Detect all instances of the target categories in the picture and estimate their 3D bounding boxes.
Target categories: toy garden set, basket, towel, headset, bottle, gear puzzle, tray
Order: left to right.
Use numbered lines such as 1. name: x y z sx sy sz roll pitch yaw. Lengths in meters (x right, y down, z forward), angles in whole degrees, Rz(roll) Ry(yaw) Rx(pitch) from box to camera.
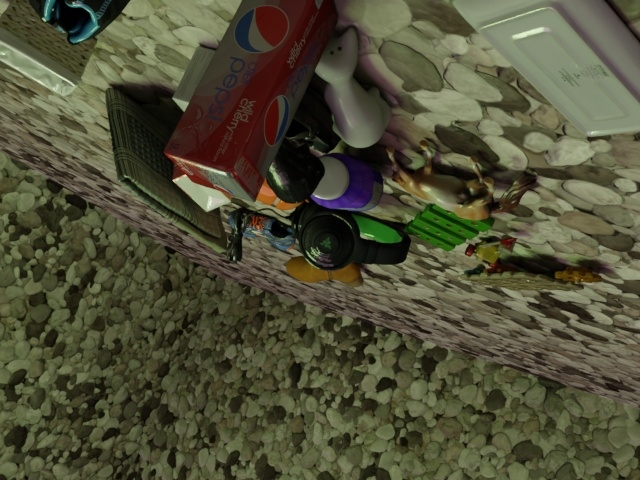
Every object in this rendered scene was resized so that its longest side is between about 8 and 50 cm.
1. basket: -0.507 -0.355 1.177 0.167 0.103 0.113 30 166 -31
2. towel: -0.325 -0.154 1.409 0.324 0.056 0.312 41 -161 -46
3. headset: 0.000 0.000 1.434 0.395 0.185 0.243 11 -164 -14
4. bottle: 0.038 -0.099 1.127 0.118 0.092 0.283 8 -177 11
5. toy garden set: 0.296 -0.022 1.287 0.204 0.049 0.244 25 167 -3
6. gear puzzle: 0.450 0.071 1.380 0.176 0.044 0.339 12 171 -19
7. tray: 0.272 -0.183 0.695 0.270 0.030 0.145 30 164 -31

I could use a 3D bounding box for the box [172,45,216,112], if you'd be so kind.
1. box: -0.167 -0.241 1.058 0.087 0.101 0.102 18 168 19

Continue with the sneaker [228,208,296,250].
1. sneaker: -0.171 -0.046 1.966 0.221 0.083 0.087 19 155 -8

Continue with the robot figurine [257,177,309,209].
1. robot figurine: -0.108 -0.140 1.315 0.220 0.158 0.128 25 -160 -10

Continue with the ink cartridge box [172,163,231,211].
1. ink cartridge box: -0.242 -0.175 1.365 0.067 0.198 0.115 -22 138 21

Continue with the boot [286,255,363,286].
1. boot: -0.009 0.065 2.091 0.295 0.104 0.211 11 158 25

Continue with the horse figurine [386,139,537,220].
1. horse figurine: 0.218 -0.093 1.082 0.263 0.066 0.174 20 162 24

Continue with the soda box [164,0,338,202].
1. soda box: -0.075 -0.185 0.755 0.092 0.263 0.083 19 165 18

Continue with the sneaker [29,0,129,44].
1. sneaker: -0.346 -0.340 0.876 0.125 0.139 0.341 29 167 -33

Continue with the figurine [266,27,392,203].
1. figurine: -0.012 -0.174 0.895 0.092 0.215 0.209 50 178 26

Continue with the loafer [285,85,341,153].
1. loafer: -0.054 -0.206 1.011 0.109 0.095 0.302 21 167 26
